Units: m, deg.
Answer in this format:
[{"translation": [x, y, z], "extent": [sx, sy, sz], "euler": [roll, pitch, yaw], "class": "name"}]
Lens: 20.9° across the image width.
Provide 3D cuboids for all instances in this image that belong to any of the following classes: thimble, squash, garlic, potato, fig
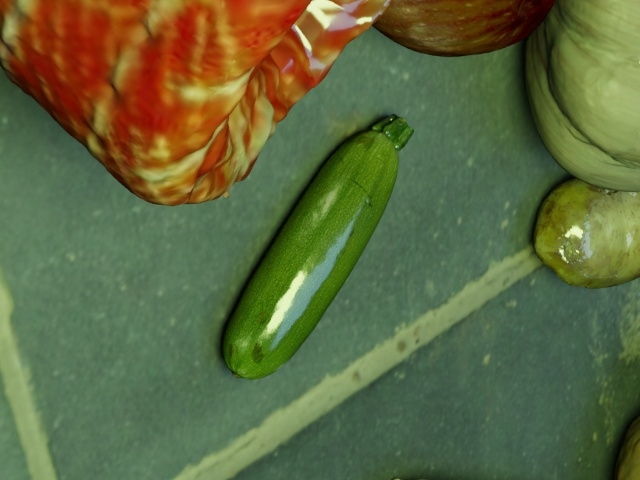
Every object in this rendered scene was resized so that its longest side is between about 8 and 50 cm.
[{"translation": [-0.064, -0.206, 1.001], "extent": [0.350, 0.231, 0.350], "euler": [-50, 176, -5], "class": "thimble"}, {"translation": [0.000, 0.000, 1.362], "extent": [0.066, 0.066, 0.252], "euler": [43, 73, -45], "class": "squash"}, {"translation": [0.290, -0.182, 1.454], "extent": [0.322, 0.241, 0.321], "euler": [-14, 106, -59], "class": "garlic"}, {"translation": [0.262, -0.009, 1.607], "extent": [0.170, 0.080, 0.107], "euler": [-10, 111, -38], "class": "potato"}, {"translation": [0.073, -0.211, 1.312], "extent": [0.175, 0.207, 0.175], "euler": [51, 27, -39], "class": "fig"}]

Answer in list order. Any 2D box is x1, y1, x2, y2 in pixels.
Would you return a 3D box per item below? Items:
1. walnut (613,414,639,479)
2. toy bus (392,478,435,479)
[{"translation": [0.448, 0.254, 1.750], "extent": [0.306, 0.306, 0.344], "euler": [-51, 141, -18], "class": "walnut"}, {"translation": [0.148, 0.313, 1.575], "extent": [0.305, 0.143, 0.179], "euler": [15, 92, -46], "class": "toy bus"}]
